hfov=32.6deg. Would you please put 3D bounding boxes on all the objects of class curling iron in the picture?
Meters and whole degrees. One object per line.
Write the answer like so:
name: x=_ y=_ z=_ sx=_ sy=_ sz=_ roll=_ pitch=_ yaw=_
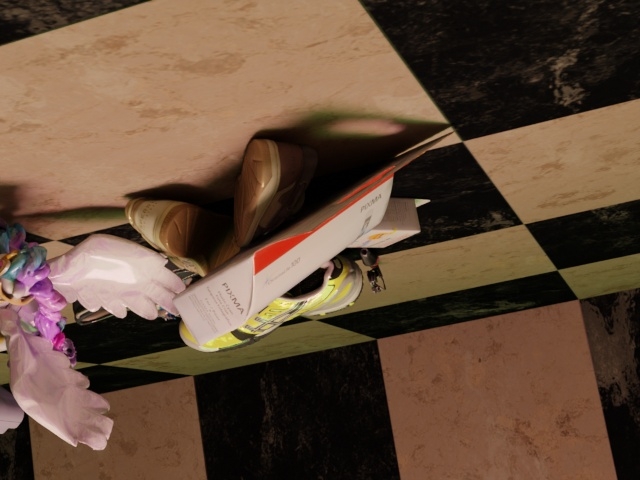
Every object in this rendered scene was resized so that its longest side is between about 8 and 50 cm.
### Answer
curling iron: x=0.105 y=0.051 z=2.205 sx=0.035 sy=0.068 sz=0.274 roll=-18 pitch=164 yaw=2

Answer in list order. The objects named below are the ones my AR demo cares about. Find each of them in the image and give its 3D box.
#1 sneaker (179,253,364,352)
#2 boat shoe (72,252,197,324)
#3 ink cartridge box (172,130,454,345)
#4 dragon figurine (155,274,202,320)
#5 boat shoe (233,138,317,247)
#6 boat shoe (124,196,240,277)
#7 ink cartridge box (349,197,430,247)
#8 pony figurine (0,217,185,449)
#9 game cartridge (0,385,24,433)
sneaker: x=-0.113 y=0.105 z=2.157 sx=0.384 sy=0.145 sz=0.147 roll=-23 pitch=157 yaw=9
boat shoe: x=-0.320 y=0.084 z=1.969 sx=0.302 sy=0.091 sz=0.114 roll=-16 pitch=166 yaw=28
ink cartridge box: x=0.000 y=0.000 z=1.543 sx=0.308 sy=0.091 sz=0.385 roll=-35 pitch=-174 yaw=-37
dragon figurine: x=-0.248 y=0.099 z=2.097 sx=0.289 sy=0.085 sz=0.144 roll=-13 pitch=169 yaw=38
boat shoe: x=-0.066 y=-0.060 z=1.503 sx=0.092 sy=0.103 sz=0.285 roll=-1 pitch=160 yaw=-12
boat shoe: x=-0.199 y=-0.012 z=1.665 sx=0.089 sy=0.105 sz=0.285 roll=22 pitch=171 yaw=19
ink cartridge box: x=0.092 y=-0.029 z=1.833 sx=0.181 sy=0.062 sz=0.104 roll=0 pitch=165 yaw=-36
pony figurine: x=-0.422 y=0.102 z=1.575 sx=0.363 sy=0.303 sz=0.351 roll=-2 pitch=149 yaw=48
game cartridge: x=-0.570 y=0.166 z=1.530 sx=0.297 sy=0.062 sz=0.198 roll=34 pitch=173 yaw=15
